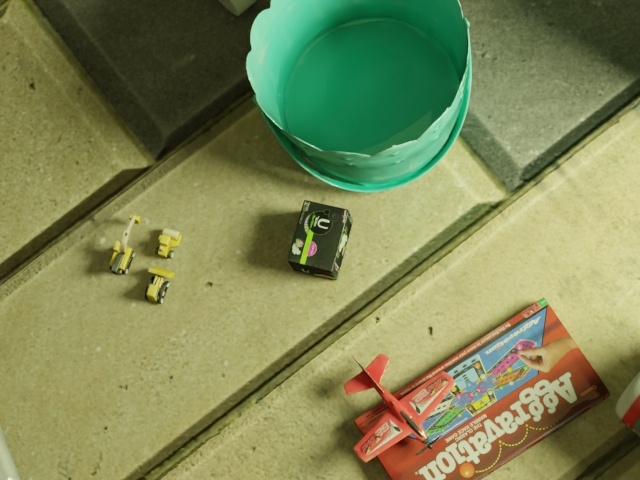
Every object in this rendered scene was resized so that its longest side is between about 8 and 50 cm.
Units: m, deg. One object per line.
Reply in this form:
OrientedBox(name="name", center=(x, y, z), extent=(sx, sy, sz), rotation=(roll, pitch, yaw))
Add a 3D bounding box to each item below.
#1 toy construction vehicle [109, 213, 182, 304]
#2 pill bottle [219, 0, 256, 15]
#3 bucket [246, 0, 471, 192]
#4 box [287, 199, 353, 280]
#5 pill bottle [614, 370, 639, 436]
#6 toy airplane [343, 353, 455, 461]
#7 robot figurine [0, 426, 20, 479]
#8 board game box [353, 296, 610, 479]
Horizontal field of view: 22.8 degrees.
OrientedBox(name="toy construction vehicle", center=(-0.227, 0.022, 2.047), extent=(0.085, 0.035, 0.098), rotation=(19, 78, 13))
OrientedBox(name="pill bottle", center=(-0.062, -0.408, 2.095), extent=(0.221, 0.121, 0.121), rotation=(-43, 74, -5))
OrientedBox(name="bucket", center=(0.057, -0.203, 1.992), extent=(0.281, 0.183, 0.281), rotation=(-2, 75, 8))
OrientedBox(name="box", center=(0.000, 0.000, 2.012), extent=(0.062, 0.052, 0.083), rotation=(12, 76, 12))
OrientedBox(name="pill bottle", center=(0.494, 0.230, 1.822), extent=(0.283, 0.161, 0.161), rotation=(41, 84, 16))
OrientedBox(name="toy airplane", center=(0.086, 0.199, 1.931), extent=(0.151, 0.028, 0.151), rotation=(-2, 73, 7))
OrientedBox(name="robot figurine", center=(-0.522, 0.302, 1.927), extent=(0.300, 0.200, 0.353), rotation=(-22, 73, -5))
OrientedBox(name="board game box", center=(0.197, 0.205, 1.942), extent=(0.281, 0.027, 0.145), rotation=(-33, 74, -2))
